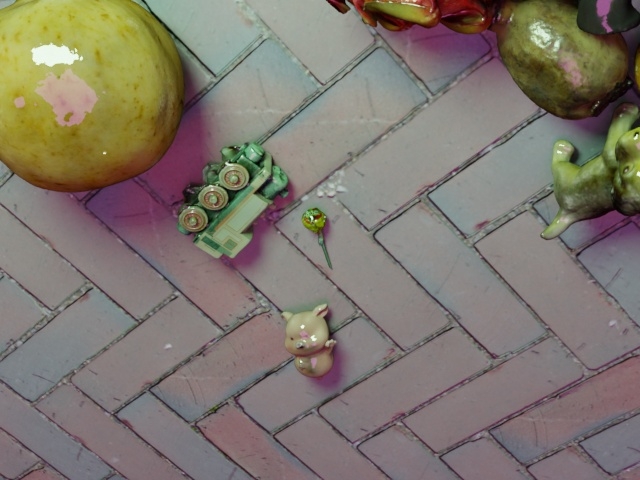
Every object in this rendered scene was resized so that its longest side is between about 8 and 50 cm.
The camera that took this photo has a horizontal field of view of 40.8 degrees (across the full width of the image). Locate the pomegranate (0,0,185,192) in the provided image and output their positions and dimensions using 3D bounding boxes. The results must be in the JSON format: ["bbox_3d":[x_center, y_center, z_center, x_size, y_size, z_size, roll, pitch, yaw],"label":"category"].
[{"bbox_3d":[-0.325,-0.194,1.150,0.307,0.307,0.307,4,123,7],"label":"pomegranate"}]

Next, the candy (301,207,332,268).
[{"bbox_3d":[0.000,0.000,1.361,0.035,0.035,0.123,18,140,36],"label":"candy"}]

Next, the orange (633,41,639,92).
[{"bbox_3d":[0.470,-0.228,1.073,0.156,0.124,0.156,-15,148,-9],"label":"orange"}]

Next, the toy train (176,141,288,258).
[{"bbox_3d":[-0.133,-0.063,1.315,0.125,0.081,0.194,34,119,-25],"label":"toy train"}]

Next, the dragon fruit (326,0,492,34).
[{"bbox_3d":[0.133,-0.359,1.012,0.307,0.243,0.227,0,104,-35],"label":"dragon fruit"}]

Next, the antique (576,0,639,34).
[{"bbox_3d":[0.442,-0.375,0.941,0.322,0.185,0.255,-16,119,-12],"label":"antique"}]

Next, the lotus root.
[{"bbox_3d":[0.301,-0.243,1.098,0.214,0.138,0.138,38,121,-7],"label":"lotus root"}]

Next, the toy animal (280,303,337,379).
[{"bbox_3d":[-0.019,0.176,1.451,0.083,0.089,0.150,-11,119,-8],"label":"toy animal"}]

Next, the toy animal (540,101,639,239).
[{"bbox_3d":[0.395,-0.092,1.134,0.121,0.169,0.233,34,154,-14],"label":"toy animal"}]
